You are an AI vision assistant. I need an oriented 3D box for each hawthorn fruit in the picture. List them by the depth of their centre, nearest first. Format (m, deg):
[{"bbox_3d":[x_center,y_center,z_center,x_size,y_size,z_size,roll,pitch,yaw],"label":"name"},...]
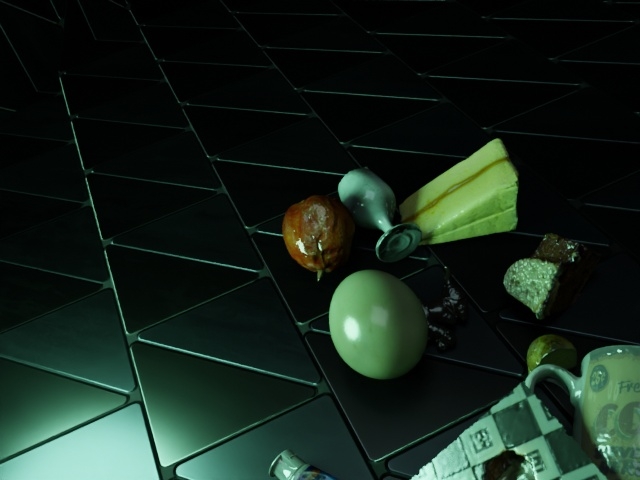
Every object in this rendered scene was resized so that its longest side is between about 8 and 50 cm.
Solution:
[{"bbox_3d":[0.001,-0.014,1.442,0.174,0.173,0.179,-32,70,-18],"label":"hawthorn fruit"}]

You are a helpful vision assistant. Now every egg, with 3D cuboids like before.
[{"bbox_3d":[0.109,0.158,1.217,0.186,0.185,0.241,-18,43,-5],"label":"egg"}]

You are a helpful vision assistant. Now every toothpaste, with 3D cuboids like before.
[{"bbox_3d":[0.027,0.454,1.048,0.266,0.061,0.096,32,59,29],"label":"toothpaste"}]

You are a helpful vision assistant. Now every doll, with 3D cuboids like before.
[{"bbox_3d":[0.245,0.145,1.294,0.139,0.057,0.165,-20,54,-9],"label":"doll"}]

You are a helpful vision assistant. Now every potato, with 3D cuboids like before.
[{"bbox_3d":[0.425,0.204,1.159,0.096,0.103,0.066,-18,48,-6],"label":"potato"}]

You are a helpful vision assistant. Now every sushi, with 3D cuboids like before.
[{"bbox_3d":[0.299,0.442,0.926,0.320,0.069,0.339,-46,43,11],"label":"sushi"}]

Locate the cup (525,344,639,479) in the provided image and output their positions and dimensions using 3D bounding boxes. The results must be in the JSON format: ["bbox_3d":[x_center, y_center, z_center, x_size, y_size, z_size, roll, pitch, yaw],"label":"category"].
[{"bbox_3d":[0.454,0.309,0.961,0.301,0.227,0.257,18,58,19],"label":"cup"}]

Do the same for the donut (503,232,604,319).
[{"bbox_3d":[0.471,0.072,1.278,0.126,0.144,0.186,34,92,43],"label":"donut"}]

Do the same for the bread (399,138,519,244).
[{"bbox_3d":[0.314,-0.106,1.447,0.264,0.163,0.167,-11,46,3],"label":"bread"}]

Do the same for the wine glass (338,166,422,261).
[{"bbox_3d":[0.134,-0.066,1.477,0.127,0.126,0.241,-22,48,-8],"label":"wine glass"}]
